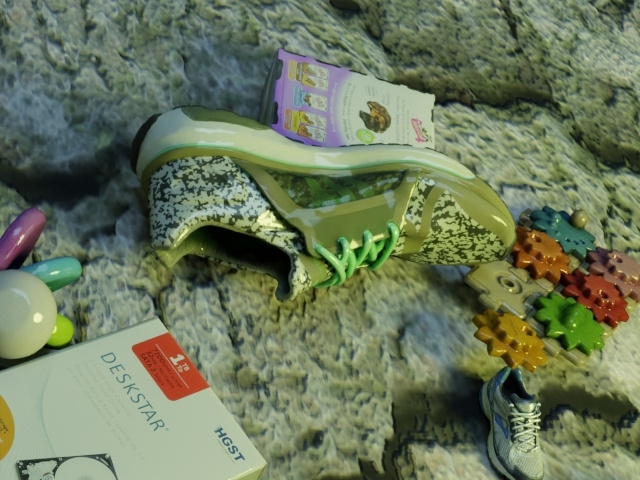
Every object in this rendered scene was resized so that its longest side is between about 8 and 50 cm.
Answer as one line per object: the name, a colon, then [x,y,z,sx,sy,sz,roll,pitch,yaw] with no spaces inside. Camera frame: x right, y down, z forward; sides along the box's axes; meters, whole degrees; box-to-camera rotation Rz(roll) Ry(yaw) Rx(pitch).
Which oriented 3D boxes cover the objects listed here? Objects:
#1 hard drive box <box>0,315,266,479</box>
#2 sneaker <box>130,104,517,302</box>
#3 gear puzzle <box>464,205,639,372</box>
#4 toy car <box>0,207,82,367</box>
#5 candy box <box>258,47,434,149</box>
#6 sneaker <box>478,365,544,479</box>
hard drive box: [-0.195,0.185,1.317,0.232,0.089,0.181,-19,59,-40]
sneaker: [0.000,0.000,1.590,0.410,0.158,0.182,9,54,-8]
gear puzzle: [0.249,0.048,1.688,0.175,0.044,0.339,38,34,13]
toy car: [-0.291,0.027,1.357,0.182,0.159,0.136,24,77,-3]
candy box: [0.030,-0.120,1.765,0.196,0.070,0.165,16,41,-11]
sneaker: [0.194,0.182,1.545,0.052,0.058,0.135,5,46,-23]
